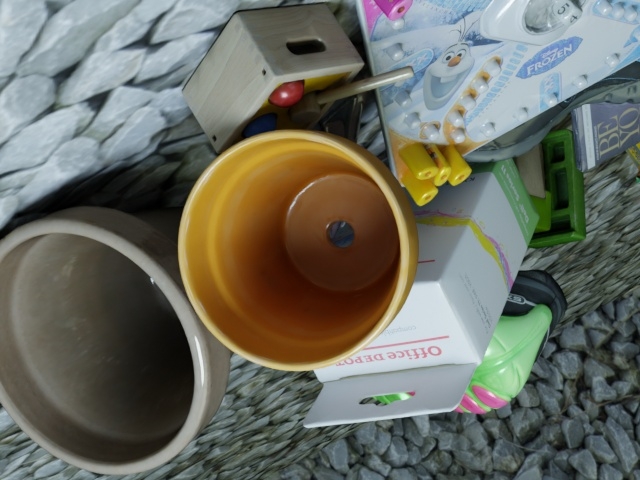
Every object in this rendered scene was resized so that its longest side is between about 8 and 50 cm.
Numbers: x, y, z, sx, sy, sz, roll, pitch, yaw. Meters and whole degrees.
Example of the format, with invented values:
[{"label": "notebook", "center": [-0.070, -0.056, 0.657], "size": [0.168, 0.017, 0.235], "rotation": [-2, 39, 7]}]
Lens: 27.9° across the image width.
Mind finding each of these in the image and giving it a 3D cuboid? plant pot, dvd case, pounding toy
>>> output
[{"label": "plant pot", "center": [0.000, 0.000, 1.171], "size": [0.205, 0.205, 0.188], "rotation": [-37, 175, 17]}, {"label": "dvd case", "center": [0.430, -0.205, 1.729], "size": [0.221, 0.018, 0.164], "rotation": [-26, 128, -15]}, {"label": "pounding toy", "center": [-0.020, -0.141, 1.144], "size": [0.141, 0.100, 0.130], "rotation": [-15, 157, -42]}, {"label": "plant pot", "center": [-0.173, 0.066, 1.284], "size": [0.263, 0.263, 0.229], "rotation": [-43, 178, 33]}]

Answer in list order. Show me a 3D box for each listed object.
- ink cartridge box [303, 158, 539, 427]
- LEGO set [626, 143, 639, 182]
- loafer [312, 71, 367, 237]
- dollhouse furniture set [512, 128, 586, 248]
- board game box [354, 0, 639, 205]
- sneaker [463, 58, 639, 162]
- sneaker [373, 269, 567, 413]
[{"label": "ink cartridge box", "center": [0.096, 0.044, 1.443], "size": [0.207, 0.119, 0.353], "rotation": [-12, -150, 31]}, {"label": "LEGO set", "center": [0.693, -0.159, 2.153], "size": [0.331, 0.192, 0.255], "rotation": [-36, 162, 14]}, {"label": "loafer", "center": [0.007, -0.080, 1.364], "size": [0.095, 0.109, 0.302], "rotation": [-32, 161, -12]}, {"label": "dollhouse furniture set", "center": [0.190, -0.061, 1.791], "size": [0.301, 0.151, 0.197], "rotation": [-12, 166, 39]}, {"label": "board game box", "center": [0.228, -0.232, 1.253], "size": [0.390, 0.050, 0.390], "rotation": [-29, 150, -7]}, {"label": "sneaker", "center": [0.260, -0.203, 1.483], "size": [0.341, 0.125, 0.140], "rotation": [-25, 135, -14]}, {"label": "sneaker", "center": [0.139, 0.099, 1.671], "size": [0.202, 0.185, 0.483], "rotation": [-39, -156, -23]}]
